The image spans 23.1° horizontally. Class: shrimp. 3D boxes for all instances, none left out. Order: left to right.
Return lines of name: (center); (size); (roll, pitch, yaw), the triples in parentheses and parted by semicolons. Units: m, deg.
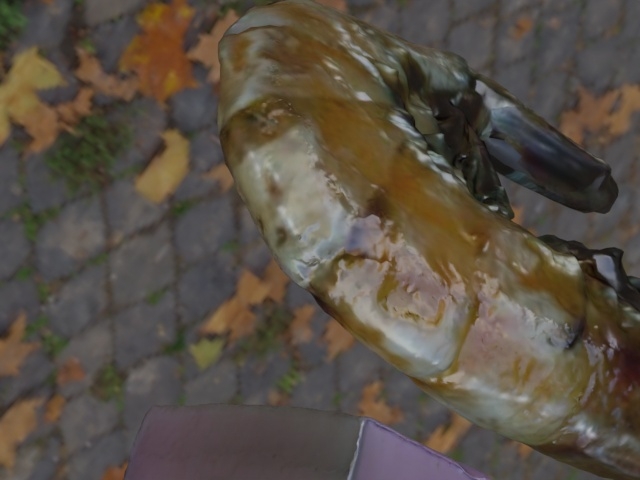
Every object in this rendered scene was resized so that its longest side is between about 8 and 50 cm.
shrimp: (0.108, 0.007, 0.661); (0.365, 0.233, 0.071); (26, 124, -26)

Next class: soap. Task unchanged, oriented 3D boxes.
soap: (0.033, 0.229, 1.241); (0.296, 0.285, 0.107); (30, 68, -36)
